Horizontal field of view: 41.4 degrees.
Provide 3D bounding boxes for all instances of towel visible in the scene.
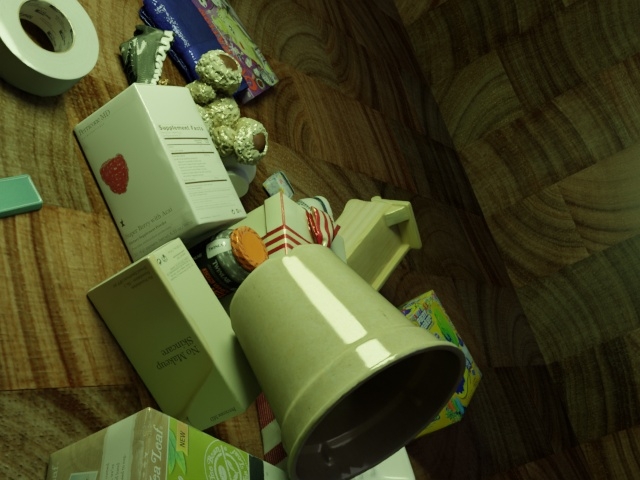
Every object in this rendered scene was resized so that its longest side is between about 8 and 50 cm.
[{"bbox_3d":[-0.045,0.361,1.576,0.037,0.237,0.328,9,54,-30],"label":"towel"},{"bbox_3d":[-0.311,-0.471,2.090,0.308,0.076,0.227,56,19,-9],"label":"towel"}]

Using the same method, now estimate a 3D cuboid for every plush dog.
[{"bbox_3d":[-0.275,-0.255,1.837,0.225,0.211,0.262,-29,103,-39],"label":"plush dog"}]

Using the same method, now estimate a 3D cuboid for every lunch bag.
[{"bbox_3d":[-0.103,-0.136,2.151,0.071,0.053,0.083,58,17,-10],"label":"lunch bag"}]

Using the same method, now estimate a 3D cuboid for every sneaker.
[{"bbox_3d":[0.000,0.000,2.189,0.095,0.090,0.235,-16,76,-49],"label":"sneaker"},{"bbox_3d":[-0.395,-0.381,1.843,0.106,0.078,0.234,21,57,-17],"label":"sneaker"}]

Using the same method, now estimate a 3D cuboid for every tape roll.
[{"bbox_3d":[-0.523,-0.379,1.563,0.219,0.072,0.219,27,50,-37],"label":"tape roll"}]

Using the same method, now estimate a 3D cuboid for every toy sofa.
[{"bbox_3d":[0.088,0.052,2.104,0.362,0.177,0.150,-50,133,-38],"label":"toy sofa"}]

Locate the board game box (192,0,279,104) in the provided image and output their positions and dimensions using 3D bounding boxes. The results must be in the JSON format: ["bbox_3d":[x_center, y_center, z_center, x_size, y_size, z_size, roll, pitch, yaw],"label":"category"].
[{"bbox_3d":[-0.254,-0.546,2.288,0.346,0.056,0.208,57,31,-11],"label":"board game box"}]

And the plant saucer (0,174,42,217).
[{"bbox_3d":[-0.525,-0.068,1.364,0.067,0.018,0.192,62,25,1],"label":"plant saucer"}]

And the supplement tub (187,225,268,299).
[{"bbox_3d":[-0.201,0.052,1.631,0.117,0.190,0.117,41,33,-34],"label":"supplement tub"}]

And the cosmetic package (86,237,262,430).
[{"bbox_3d":[-0.246,0.171,1.475,0.309,0.160,0.113,58,27,-4],"label":"cosmetic package"}]

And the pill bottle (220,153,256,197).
[{"bbox_3d":[-0.200,-0.187,1.966,0.103,0.103,0.184,42,32,-35],"label":"pill bottle"}]

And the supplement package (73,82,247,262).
[{"bbox_3d":[-0.308,-0.131,1.632,0.175,0.178,0.292,-14,76,-63],"label":"supplement package"}]

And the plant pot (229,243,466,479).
[{"bbox_3d":[0.016,0.182,1.400,0.334,0.334,0.305,21,25,-53],"label":"plant pot"}]

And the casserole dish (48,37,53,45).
[{"bbox_3d":[-0.525,-0.448,1.710,0.188,0.037,0.114,63,26,4],"label":"casserole dish"}]

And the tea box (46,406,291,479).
[{"bbox_3d":[-0.209,0.464,1.183,0.324,0.220,0.328,37,35,-40],"label":"tea box"}]

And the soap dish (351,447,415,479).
[{"bbox_3d":[0.072,0.461,1.810,0.291,0.118,0.228,11,55,-57],"label":"soap dish"}]

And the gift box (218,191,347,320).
[{"bbox_3d":[-0.067,0.073,1.779,0.276,0.258,0.255,30,41,-46],"label":"gift box"}]

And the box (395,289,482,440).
[{"bbox_3d":[0.254,0.323,2.209,0.279,0.177,0.290,59,26,-3],"label":"box"}]
